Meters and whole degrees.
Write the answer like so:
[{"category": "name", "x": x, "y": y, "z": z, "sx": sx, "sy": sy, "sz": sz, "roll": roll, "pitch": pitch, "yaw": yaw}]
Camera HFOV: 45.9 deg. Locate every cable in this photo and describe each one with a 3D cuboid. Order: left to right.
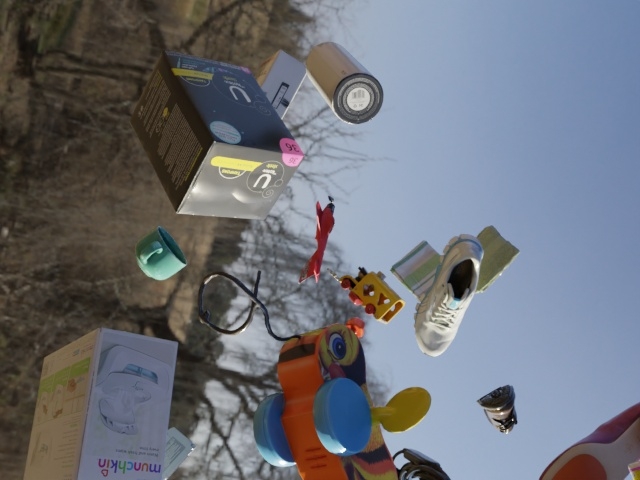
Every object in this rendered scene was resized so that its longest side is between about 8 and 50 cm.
[{"category": "cable", "x": 0.133, "y": 0.342, "z": 0.923, "sx": 0.184, "sy": 0.047, "sz": 0.151, "roll": -176, "pitch": -94, "yaw": -68}]

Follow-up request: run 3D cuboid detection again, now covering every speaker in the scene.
[{"category": "speaker", "x": 0.023, "y": -0.172, "z": 0.814, "sx": 0.136, "sy": 0.055, "sz": 0.055, "roll": -116, "pitch": -141, "yaw": -60}]

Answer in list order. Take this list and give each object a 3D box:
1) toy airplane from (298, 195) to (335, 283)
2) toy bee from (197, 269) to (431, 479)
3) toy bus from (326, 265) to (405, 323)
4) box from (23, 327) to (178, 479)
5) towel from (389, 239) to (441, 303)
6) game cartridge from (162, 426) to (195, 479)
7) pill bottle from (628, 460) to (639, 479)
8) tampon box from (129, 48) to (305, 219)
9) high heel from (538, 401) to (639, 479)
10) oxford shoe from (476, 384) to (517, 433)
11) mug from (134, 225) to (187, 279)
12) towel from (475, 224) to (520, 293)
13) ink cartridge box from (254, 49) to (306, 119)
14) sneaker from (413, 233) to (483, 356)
[{"category": "toy airplane", "x": 0.000, "y": 0.000, "z": 1.183, "sx": 0.151, "sy": 0.028, "sz": 0.151, "roll": 15, "pitch": 90, "yaw": -81}, {"category": "toy bee", "x": 0.018, "y": 0.148, "z": 0.742, "sx": 0.162, "sy": 0.195, "sz": 0.298, "roll": -33, "pitch": 122, "yaw": -55}, {"category": "toy bus", "x": 0.138, "y": 0.131, "z": 2.064, "sx": 0.104, "sy": 0.202, "sz": 0.191, "roll": -46, "pitch": -157, "yaw": 4}, {"category": "box", "x": -0.328, "y": 0.269, "z": 1.096, "sx": 0.262, "sy": 0.126, "sz": 0.231, "roll": -27, "pitch": -125, "yaw": 50}, {"category": "towel", "x": 0.246, "y": 0.082, "z": 1.716, "sx": 0.113, "sy": 0.152, "sz": 0.023, "roll": -39, "pitch": 158, "yaw": -9}, {"category": "game cartridge", "x": -0.238, "y": 0.329, "z": 1.161, "sx": 0.083, "sy": 0.056, "sz": 0.017, "roll": -43, "pitch": 170, "yaw": -41}, {"category": "pill bottle", "x": 0.474, "y": 0.353, "z": 1.074, "sx": 0.043, "sy": 0.043, "sz": 0.083, "roll": 120, "pitch": -43, "yaw": -60}, {"category": "tampon box", "x": -0.117, "y": -0.116, "z": 0.841, "sx": 0.101, "sy": 0.120, "sz": 0.161, "roll": -55, "pitch": -129, "yaw": 31}, {"category": "high heel", "x": 0.656, "y": 0.490, "z": 1.755, "sx": 0.181, "sy": 0.377, "sz": 0.127, "roll": 99, "pitch": -32, "yaw": -82}, {"category": "oxford shoe", "x": 0.407, "y": 0.377, "z": 1.678, "sx": 0.096, "sy": 0.082, "sz": 0.227, "roll": 62, "pitch": 3, "yaw": 16}, {"category": "mug", "x": -0.439, "y": 0.034, "z": 2.009, "sx": 0.129, "sy": 0.097, "sz": 0.158, "roll": 57, "pitch": 3, "yaw": 41}, {"category": "towel", "x": 0.386, "y": 0.044, "z": 1.786, "sx": 0.148, "sy": 0.110, "sz": 0.027, "roll": -43, "pitch": 160, "yaw": -3}, {"category": "ink cartridge box", "x": -0.127, "y": -0.329, "z": 1.770, "sx": 0.203, "sy": 0.086, "sz": 0.148, "roll": -63, "pitch": -161, "yaw": -7}, {"category": "sneaker", "x": 0.183, "y": 0.088, "z": 1.092, "sx": 0.083, "sy": 0.071, "sz": 0.191, "roll": -74, "pitch": 179, "yaw": -73}]
